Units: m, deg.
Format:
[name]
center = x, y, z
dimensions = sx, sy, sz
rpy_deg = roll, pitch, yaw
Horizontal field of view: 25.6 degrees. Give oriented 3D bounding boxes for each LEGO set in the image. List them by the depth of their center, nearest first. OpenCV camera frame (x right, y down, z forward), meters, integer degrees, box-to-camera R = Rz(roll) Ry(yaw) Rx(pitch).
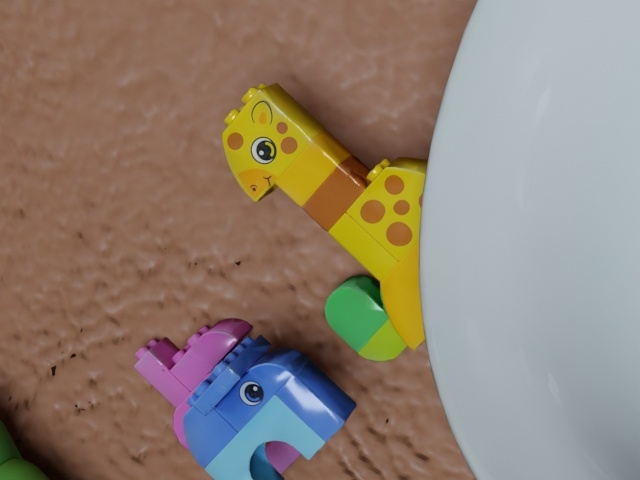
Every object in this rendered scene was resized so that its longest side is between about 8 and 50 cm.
[LEGO set]
center = 0.000, 0.000, 0.471
dimensions = 0.093, 0.087, 0.227
rpy_deg = 43, 108, 2

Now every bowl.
[bowl]
center = 0.172, -0.030, 0.332
dimensions = 0.134, 0.298, 0.298
rpy_deg = 28, 113, -32

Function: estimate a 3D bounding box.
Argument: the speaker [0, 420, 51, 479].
[speaker]
center = -0.084, 0.186, 0.514
dimensions = 0.296, 0.131, 0.131
rpy_deg = 44, 110, 3
